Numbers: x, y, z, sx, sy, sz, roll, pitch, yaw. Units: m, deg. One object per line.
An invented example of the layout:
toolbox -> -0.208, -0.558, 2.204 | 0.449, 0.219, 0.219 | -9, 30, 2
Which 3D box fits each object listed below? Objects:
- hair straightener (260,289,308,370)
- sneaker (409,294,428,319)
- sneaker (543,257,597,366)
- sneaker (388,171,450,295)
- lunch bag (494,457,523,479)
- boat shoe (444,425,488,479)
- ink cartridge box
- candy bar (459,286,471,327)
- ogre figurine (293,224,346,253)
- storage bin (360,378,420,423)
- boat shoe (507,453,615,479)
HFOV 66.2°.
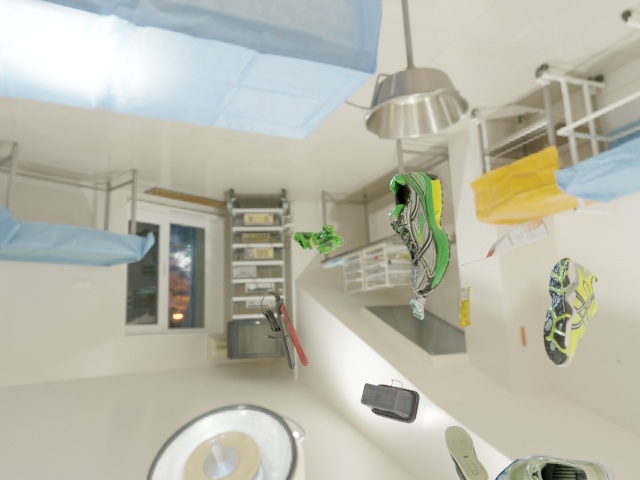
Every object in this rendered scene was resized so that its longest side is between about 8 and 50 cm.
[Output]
hair straightener -> -0.113, 0.241, 1.311 | 0.089, 0.230, 0.047 | -22, -178, 14
sneaker -> 0.326, 0.206, 1.580 | 0.038, 0.069, 0.098 | 23, 152, 38
sneaker -> 0.862, 0.245, 1.661 | 0.147, 0.385, 0.145 | 20, 158, 0
sneaker -> 0.248, -0.020, 1.319 | 0.146, 0.344, 0.134 | 3, 162, -21
lunch bag -> 0.682, 0.821, 1.693 | 0.128, 0.151, 0.096 | 23, -175, -42
boat shoe -> 0.416, 0.638, 1.427 | 0.084, 0.079, 0.233 | -6, -158, -2
ink cartridge box -> 0.388, 0.008, 1.068 | 0.179, 0.045, 0.145 | -19, 172, 11
candy bar -> 0.490, 0.220, 1.657 | 0.040, 0.161, 0.018 | -20, 128, 35
ogre figurine -> 0.000, 0.000, 1.676 | 0.118, 0.097, 0.197 | -11, 178, -31
storage bin -> 0.175, 0.406, 1.269 | 0.135, 0.098, 0.091 | 0, 155, 39
boat shoe -> 0.579, 0.589, 1.238 | 0.094, 0.109, 0.302 | 19, 146, -20
